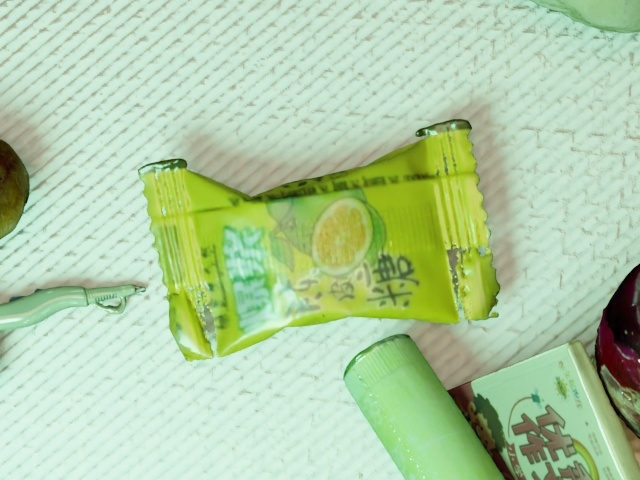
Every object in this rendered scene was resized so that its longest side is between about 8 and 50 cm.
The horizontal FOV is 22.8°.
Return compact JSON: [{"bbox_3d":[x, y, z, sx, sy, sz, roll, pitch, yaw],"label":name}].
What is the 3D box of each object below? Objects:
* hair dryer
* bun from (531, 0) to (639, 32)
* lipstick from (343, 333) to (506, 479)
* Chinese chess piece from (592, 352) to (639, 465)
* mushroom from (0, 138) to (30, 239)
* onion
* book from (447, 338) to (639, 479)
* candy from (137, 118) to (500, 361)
[{"bbox_3d":[-0.282,0.030,1.432,0.199,0.067,0.167,-31,78,-10],"label":"hair dryer"},{"bbox_3d":[0.269,-0.310,1.339,0.281,0.205,0.282,0,87,2],"label":"bun"},{"bbox_3d":[0.122,0.215,1.337,0.076,0.076,0.304,-33,69,1],"label":"lipstick"},{"bbox_3d":[0.356,0.137,1.348,0.257,0.104,0.257,0,85,5],"label":"Chinese chess piece"},{"bbox_3d":[-0.325,-0.030,1.395,0.135,0.080,0.171,-6,59,3],"label":"mushroom"},{"bbox_3d":[0.315,0.079,1.245,0.195,0.140,0.218,18,49,8],"label":"onion"},{"bbox_3d":[0.183,0.179,1.302,0.022,0.232,0.162,-22,84,-25],"label":"book"},{"bbox_3d":[0.000,0.000,1.394,0.297,0.081,0.187,-10,87,3],"label":"candy"}]
